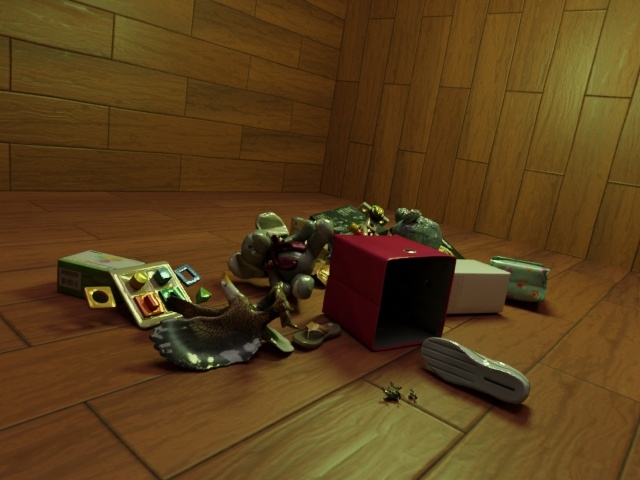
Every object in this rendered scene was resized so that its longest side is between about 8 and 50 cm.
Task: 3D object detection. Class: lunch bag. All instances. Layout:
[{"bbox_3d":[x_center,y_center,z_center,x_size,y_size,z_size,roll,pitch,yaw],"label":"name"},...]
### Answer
[{"bbox_3d":[0.779,0.155,1.866,0.223,0.160,0.262,10,1,21],"label":"lunch bag"}]

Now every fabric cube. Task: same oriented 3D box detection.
[{"bbox_3d":[0.189,0.131,1.333,0.254,0.259,0.258,0,15,-31],"label":"fabric cube"}]

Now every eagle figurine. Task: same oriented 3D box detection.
[{"bbox_3d":[-0.216,0.185,1.093,0.298,0.225,0.226,-22,-27,-5],"label":"eagle figurine"}]

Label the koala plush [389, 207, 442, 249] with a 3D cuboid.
[{"bbox_3d":[0.334,-0.025,1.707,0.203,0.196,0.221,14,-2,23],"label":"koala plush"}]

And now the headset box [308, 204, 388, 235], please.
[{"bbox_3d":[0.123,-0.030,2.057,0.283,0.131,0.246,-20,44,-42],"label":"headset box"}]

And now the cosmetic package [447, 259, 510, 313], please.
[{"bbox_3d":[0.451,0.157,1.632,0.366,0.155,0.197,1,12,-26],"label":"cosmetic package"}]

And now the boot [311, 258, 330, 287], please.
[{"bbox_3d":[0.040,0.132,1.686,0.197,0.073,0.152,12,20,13],"label":"boot"}]

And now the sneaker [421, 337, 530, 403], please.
[{"bbox_3d":[0.361,0.308,1.099,0.258,0.094,0.091,24,1,37],"label":"sneaker"}]

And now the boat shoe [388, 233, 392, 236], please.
[{"bbox_3d":[0.329,0.031,2.154,0.356,0.130,0.132,13,13,17],"label":"boat shoe"}]

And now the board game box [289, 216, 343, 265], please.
[{"bbox_3d":[-0.026,0.007,1.947,0.243,0.165,0.042,18,15,33],"label":"board game box"}]

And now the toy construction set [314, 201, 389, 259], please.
[{"bbox_3d":[0.118,-0.030,1.780,0.309,0.257,0.237,14,53,7],"label":"toy construction set"}]

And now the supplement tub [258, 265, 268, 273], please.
[{"bbox_3d":[-0.205,0.052,1.736,0.117,0.117,0.190,0,16,-35],"label":"supplement tub"}]

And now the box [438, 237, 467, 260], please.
[{"bbox_3d":[0.481,0.078,1.976,0.257,0.079,0.322,0,33,-27],"label":"box"}]

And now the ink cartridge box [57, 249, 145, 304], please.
[{"bbox_3d":[-0.594,0.089,1.358,0.189,0.097,0.255,11,14,12],"label":"ink cartridge box"}]

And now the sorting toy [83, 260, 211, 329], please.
[{"bbox_3d":[-0.430,0.129,1.218,0.196,0.047,0.348,50,29,18],"label":"sorting toy"}]

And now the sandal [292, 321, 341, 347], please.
[{"bbox_3d":[-0.007,0.235,1.216,0.072,0.049,0.180,18,15,35],"label":"sandal"}]

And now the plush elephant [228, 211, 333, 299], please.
[{"bbox_3d":[-0.144,0.038,1.518,0.255,0.271,0.330,25,-17,-11],"label":"plush elephant"}]

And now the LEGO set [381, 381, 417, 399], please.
[{"bbox_3d":[0.165,0.329,0.996,0.083,0.023,0.054,22,15,-1],"label":"LEGO set"}]
